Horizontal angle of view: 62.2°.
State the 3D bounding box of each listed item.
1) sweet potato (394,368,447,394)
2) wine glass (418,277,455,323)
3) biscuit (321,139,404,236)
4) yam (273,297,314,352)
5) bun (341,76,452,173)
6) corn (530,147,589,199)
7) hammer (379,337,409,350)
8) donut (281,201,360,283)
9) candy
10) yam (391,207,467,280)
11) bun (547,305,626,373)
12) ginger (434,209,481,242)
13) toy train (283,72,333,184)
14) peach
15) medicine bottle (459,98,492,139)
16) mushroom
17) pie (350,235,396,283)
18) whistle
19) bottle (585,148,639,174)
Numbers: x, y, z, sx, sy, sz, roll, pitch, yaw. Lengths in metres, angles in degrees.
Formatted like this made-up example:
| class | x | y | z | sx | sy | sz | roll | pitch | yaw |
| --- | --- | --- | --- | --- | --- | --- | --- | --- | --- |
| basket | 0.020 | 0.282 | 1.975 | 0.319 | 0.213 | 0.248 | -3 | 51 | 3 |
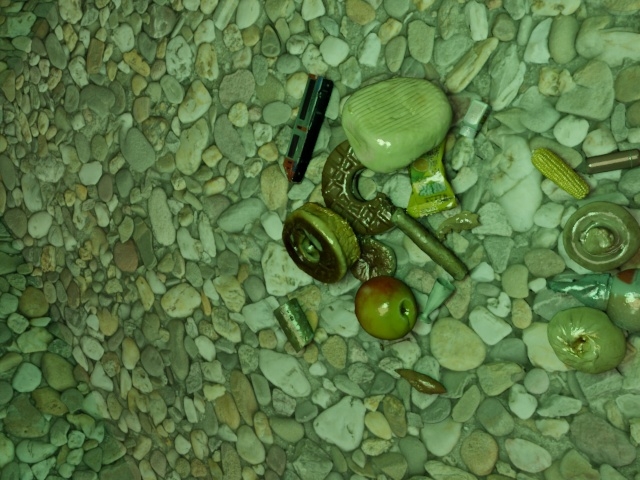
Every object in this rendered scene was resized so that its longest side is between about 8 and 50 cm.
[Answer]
| class | x | y | z | sx | sy | sz | roll | pitch | yaw |
| --- | --- | --- | --- | --- | --- | --- | --- | --- | --- |
| sweet potato | 0.352 | 0.502 | 1.893 | 0.206 | 0.060 | 0.068 | 21 | 72 | 36 |
| wine glass | 0.393 | 0.208 | 1.831 | 0.073 | 0.073 | 0.155 | 38 | 115 | 20 |
| biscuit | 0.136 | -0.184 | 1.903 | 0.268 | 0.115 | 0.366 | -18 | 86 | 30 |
| yam | -0.099 | 0.336 | 2.096 | 0.107 | 0.107 | 0.194 | -35 | 79 | 27 |
| bun | 0.243 | -0.370 | 1.726 | 0.361 | 0.213 | 0.361 | -3 | 59 | 5 |
| corn | 0.721 | -0.205 | 1.603 | 0.206 | 0.067 | 0.067 | 45 | 114 | 16 |
| hammer | 0.272 | 0.378 | 1.948 | 0.123 | 0.014 | 0.029 | -23 | 93 | 26 |
| donut | 0.000 | 0.000 | 1.928 | 0.330 | 0.160 | 0.330 | 32 | 148 | 23 |
| candy | 0.353 | -0.231 | 1.793 | 0.187 | 0.081 | 0.297 | -13 | 81 | 30 |
| yam | 0.364 | 0.012 | 1.781 | 0.317 | 0.067 | 0.071 | 42 | 150 | -1 |
| bun | 0.791 | 0.302 | 1.586 | 0.222 | 0.127 | 0.222 | 4 | 99 | 26 |
| ginger | 0.452 | -0.048 | 1.783 | 0.173 | 0.051 | 0.069 | -28 | 93 | 35 |
| toy train | -0.058 | -0.415 | 1.999 | 0.089 | 0.086 | 0.409 | 27 | 108 | 25 |
| peach | 0.225 | 0.235 | 1.837 | 0.231 | 0.231 | 0.231 | 4 | 97 | 29 |
| medicine bottle | 0.495 | -0.388 | 1.702 | 0.055 | 0.074 | 0.118 | 34 | 110 | 21 |
| mushroom | 0.796 | -0.009 | 1.509 | 0.204 | 0.204 | 0.204 | 4 | 97 | 29 |
| pie | 0.184 | 0.079 | 1.944 | 0.195 | 0.046 | 0.195 | 6 | 101 | 30 |
| whistle | 0.833 | 0.145 | 1.522 | 0.347 | 0.189 | 0.189 | 15 | 103 | 34 |
| bottle | 0.847 | -0.228 | 1.538 | 0.140 | 0.053 | 0.053 | -8 | 92 | 30 |
